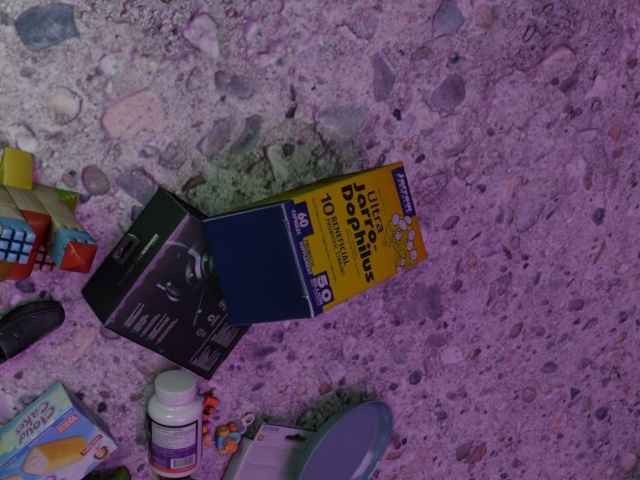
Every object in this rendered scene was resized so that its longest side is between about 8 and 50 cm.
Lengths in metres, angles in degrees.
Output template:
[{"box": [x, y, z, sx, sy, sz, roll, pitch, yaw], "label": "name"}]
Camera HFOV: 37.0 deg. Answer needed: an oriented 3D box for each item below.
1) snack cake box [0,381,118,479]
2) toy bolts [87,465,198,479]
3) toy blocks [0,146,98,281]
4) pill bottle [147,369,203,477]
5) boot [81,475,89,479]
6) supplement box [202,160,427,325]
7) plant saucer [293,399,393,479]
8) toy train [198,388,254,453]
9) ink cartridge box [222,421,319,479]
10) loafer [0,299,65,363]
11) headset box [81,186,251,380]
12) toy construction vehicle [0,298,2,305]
[{"box": [-0.523, 0.403, 1.743, 0.264, 0.089, 0.152, -41, 129, -8], "label": "snack cake box"}, {"box": [-0.335, 0.552, 1.900, 0.229, 0.158, 0.218, -14, 121, -27], "label": "toy bolts"}, {"box": [-0.509, -0.019, 1.413, 0.381, 0.261, 0.190, 12, 107, -37], "label": "toy blocks"}, {"box": [-0.282, 0.354, 1.863, 0.108, 0.108, 0.193, -10, 119, -29], "label": "pill bottle"}, {"box": [-0.505, 0.525, 1.822, 0.069, 0.086, 0.190, 34, 93, -40], "label": "boot"}, {"box": [0.000, 0.000, 1.689, 0.356, 0.195, 0.194, -23, 100, -50], "label": "supplement box"}, {"box": [0.044, 0.487, 2.147, 0.318, 0.044, 0.317, -30, 137, -34], "label": "plant saucer"}, {"box": [-0.206, 0.382, 1.968, 0.166, 0.046, 0.125, 34, 93, -40], "label": "toy train"}, {"box": [-0.098, 0.494, 2.100, 0.223, 0.045, 0.224, 19, 102, -39], "label": "ink cartridge box"}, {"box": [-0.534, 0.173, 1.618, 0.223, 0.078, 0.076, -26, 126, -20], "label": "loafer"}, {"box": [-0.249, 0.077, 1.721, 0.283, 0.131, 0.246, 34, 93, -40], "label": "headset box"}, {"box": [-0.582, 0.086, 1.575, 0.098, 0.035, 0.085, -21, 113, -26], "label": "toy construction vehicle"}]
